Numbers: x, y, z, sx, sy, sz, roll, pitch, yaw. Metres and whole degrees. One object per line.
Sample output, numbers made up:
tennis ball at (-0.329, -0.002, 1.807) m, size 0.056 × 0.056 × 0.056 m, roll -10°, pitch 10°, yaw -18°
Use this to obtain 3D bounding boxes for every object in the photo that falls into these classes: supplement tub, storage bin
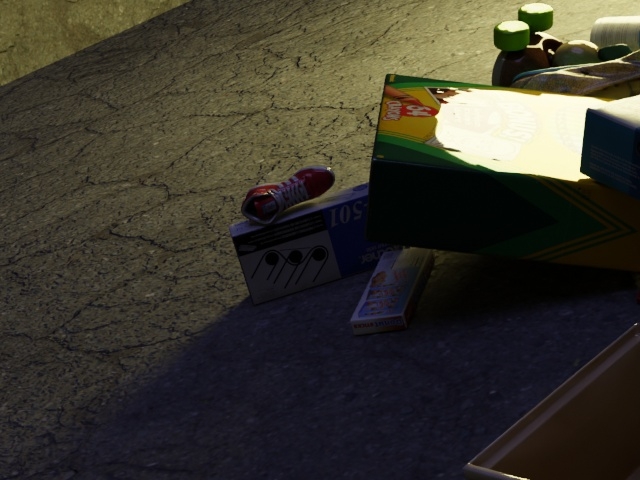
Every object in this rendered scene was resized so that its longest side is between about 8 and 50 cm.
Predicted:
supplement tub at (0.480, -0.312, 2.242) m, size 0.107 × 0.071 × 0.071 m, roll 7°, pitch 32°, yaw 43°
storage bin at (0.301, 0.181, 1.101) m, size 0.260 × 0.123 × 0.262 m, roll -33°, pitch 27°, yaw -35°

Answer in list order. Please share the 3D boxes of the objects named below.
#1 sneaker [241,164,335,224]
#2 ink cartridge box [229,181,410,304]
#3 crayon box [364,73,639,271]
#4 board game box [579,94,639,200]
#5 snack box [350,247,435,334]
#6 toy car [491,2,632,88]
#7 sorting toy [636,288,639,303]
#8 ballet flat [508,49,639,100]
sneaker at (-0.041, -0.054, 1.757) m, size 0.118 × 0.042 × 0.067 m, roll -18°, pitch 16°, yaw 18°
ink cartridge box at (0.000, 0.000, 1.788) m, size 0.207 × 0.097 × 0.046 m, roll -17°, pitch 21°, yaw -3°
crayon box at (0.220, -0.090, 1.698) m, size 0.313 × 0.106 × 0.363 m, roll 6°, pitch 22°, yaw 3°
board game box at (0.481, -0.097, 1.504) m, size 0.336 × 0.079 × 0.254 m, roll -15°, pitch 30°, yaw -30°
snack box at (0.087, 0.056, 1.693) m, size 0.064 × 0.022 × 0.178 m, roll -7°, pitch 23°, yaw 19°
toy car at (0.353, -0.237, 2.068) m, size 0.188 × 0.155 × 0.149 m, roll 14°, pitch 35°, yaw 31°
sorting toy at (0.455, 0.014, 1.502) m, size 0.275 × 0.046 × 0.132 m, roll -4°, pitch 25°, yaw 30°
ballet flat at (0.426, -0.198, 1.959) m, size 0.349 × 0.123 × 0.123 m, roll -12°, pitch 22°, yaw 15°
